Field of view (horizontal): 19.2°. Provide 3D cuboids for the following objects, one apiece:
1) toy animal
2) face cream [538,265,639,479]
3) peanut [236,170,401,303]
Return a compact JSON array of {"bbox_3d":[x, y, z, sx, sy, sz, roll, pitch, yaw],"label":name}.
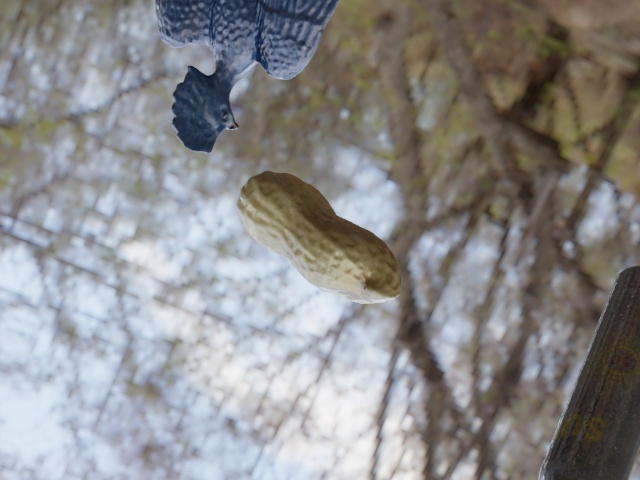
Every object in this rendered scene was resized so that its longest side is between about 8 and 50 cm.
[{"bbox_3d":[-0.066,-0.213,1.725,0.239,0.255,0.176,13,-156,34],"label":"toy animal"},{"bbox_3d":[0.251,0.146,1.639,0.073,0.073,0.283,26,-125,3],"label":"face cream"},{"bbox_3d":[0.000,0.000,1.783,0.187,0.082,0.082,37,-154,27],"label":"peanut"}]
